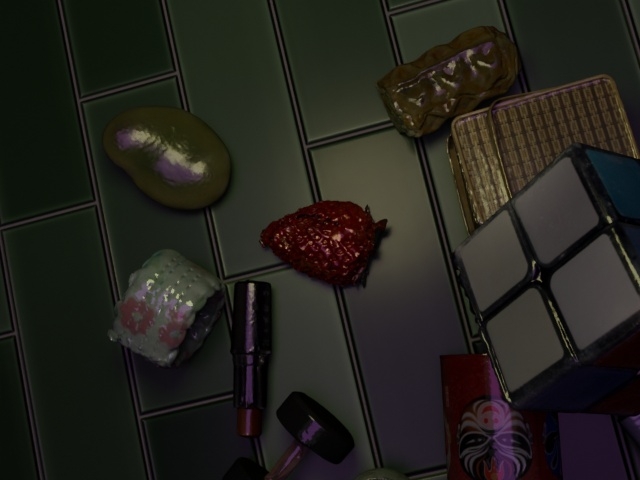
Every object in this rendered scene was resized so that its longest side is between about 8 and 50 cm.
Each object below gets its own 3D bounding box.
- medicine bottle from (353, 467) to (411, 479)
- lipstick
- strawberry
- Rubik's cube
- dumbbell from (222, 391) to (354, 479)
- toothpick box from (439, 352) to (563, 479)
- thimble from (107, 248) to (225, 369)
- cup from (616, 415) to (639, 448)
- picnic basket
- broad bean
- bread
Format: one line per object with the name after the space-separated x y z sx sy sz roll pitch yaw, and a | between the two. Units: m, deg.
0.110 0.487 1.583 0.147 0.143 0.148 -1 84 8 | medicine bottle
-0.133 0.224 1.686 0.081 0.081 0.300 0 82 9 | lipstick
0.000 -0.016 1.686 0.228 0.098 0.175 22 86 10 | strawberry
0.452 0.072 1.402 0.313 0.318 0.316 -48 46 40 | Rubik's cube
-0.059 0.403 1.616 0.152 0.152 0.218 40 91 11 | dumbbell
0.317 0.362 1.537 0.204 0.204 0.334 -3 83 9 | toothpick box
-0.288 0.135 1.663 0.149 0.185 0.211 31 64 10 | thimble
0.595 0.340 1.534 0.095 0.128 0.129 -40 76 4 | cup
0.396 -0.138 1.591 0.312 0.175 0.228 -14 75 7 | picnic basket
-0.299 -0.169 1.757 0.263 0.121 0.189 31 83 -3 | broad bean
0.248 -0.304 1.671 0.267 0.130 0.152 -27 71 5 | bread
